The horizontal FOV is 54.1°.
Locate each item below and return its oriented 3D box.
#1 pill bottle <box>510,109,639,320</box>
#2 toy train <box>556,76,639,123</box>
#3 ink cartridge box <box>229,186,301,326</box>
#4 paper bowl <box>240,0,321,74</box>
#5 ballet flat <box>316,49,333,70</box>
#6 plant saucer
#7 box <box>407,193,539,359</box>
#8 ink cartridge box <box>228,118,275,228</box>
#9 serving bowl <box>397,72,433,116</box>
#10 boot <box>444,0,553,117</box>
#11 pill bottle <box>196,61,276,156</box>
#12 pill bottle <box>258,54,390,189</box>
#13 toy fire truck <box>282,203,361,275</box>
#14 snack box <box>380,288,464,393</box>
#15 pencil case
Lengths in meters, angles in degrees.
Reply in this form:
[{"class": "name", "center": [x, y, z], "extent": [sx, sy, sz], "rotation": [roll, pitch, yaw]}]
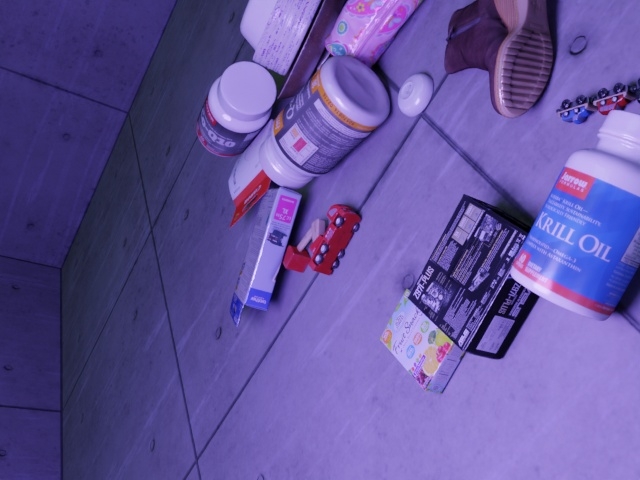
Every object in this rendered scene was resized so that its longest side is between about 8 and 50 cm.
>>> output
[{"class": "pill bottle", "center": [0.323, -0.030, 0.721], "extent": [0.124, 0.124, 0.221], "rotation": [40, 110, 56]}, {"class": "toy train", "center": [0.375, -0.179, 0.804], "extent": [0.158, 0.027, 0.036], "rotation": [-9, 79, 55]}, {"class": "ink cartridge box", "center": [-0.129, 0.036, 1.407], "extent": [0.186, 0.065, 0.310], "rotation": [-164, 93, -75]}, {"class": "paper bowl", "center": [-0.087, -0.544, 1.459], "extent": [0.284, 0.148, 0.284], "rotation": [-60, 12, 23]}, {"class": "ballet flat", "center": [0.014, -0.350, 1.392], "extent": [0.080, 0.073, 0.232], "rotation": [27, 99, 58]}, {"class": "plant saucer", "center": [-0.014, -0.456, 1.429], "extent": [0.310, 0.050, 0.310], "rotation": [-60, 12, 22]}, {"class": "box", "center": [0.225, 0.049, 0.877], "extent": [0.180, 0.078, 0.147], "rotation": [-64, 33, 13]}, {"class": "ink cartridge box", "center": [-0.173, -0.167, 1.554], "extent": [0.189, 0.066, 0.232], "rotation": [-40, 22, 41]}, {"class": "serving bowl", "center": [0.170, -0.273, 1.159], "extent": [0.083, 0.027, 0.083], "rotation": [-31, 51, 46]}, {"class": "boot", "center": [0.268, -0.292, 0.993], "extent": [0.207, 0.090, 0.248], "rotation": [170, 112, -68]}, {"class": "pill bottle", "center": [-0.217, -0.330, 1.597], "extent": [0.283, 0.162, 0.161], "rotation": [149, 131, -67]}, {"class": "pill bottle", "center": [-0.002, -0.230, 1.279], "extent": [0.278, 0.162, 0.162], "rotation": [-38, 46, 42]}, {"class": "toy fire truck", "center": [0.000, 0.000, 1.277], "extent": [0.192, 0.047, 0.135], "rotation": [-62, 32, 16]}, {"class": "snack box", "center": [0.159, 0.153, 0.970], "extent": [0.100, 0.037, 0.141], "rotation": [-63, 33, 14]}, {"class": "pencil case", "center": [0.127, -0.468, 1.229], "extent": [0.284, 0.124, 0.124], "rotation": [-48, 40, 32]}]
